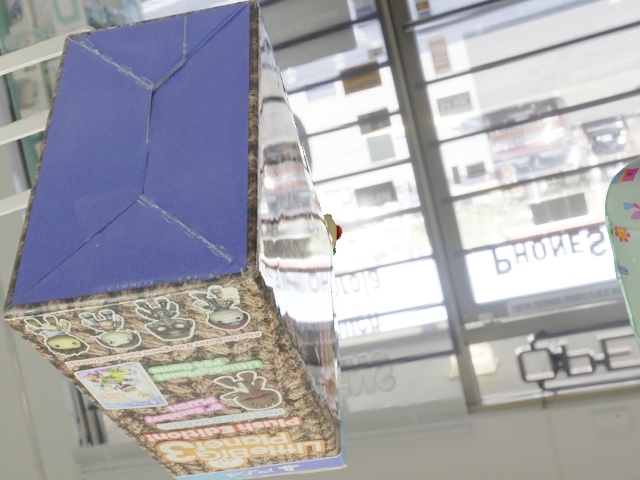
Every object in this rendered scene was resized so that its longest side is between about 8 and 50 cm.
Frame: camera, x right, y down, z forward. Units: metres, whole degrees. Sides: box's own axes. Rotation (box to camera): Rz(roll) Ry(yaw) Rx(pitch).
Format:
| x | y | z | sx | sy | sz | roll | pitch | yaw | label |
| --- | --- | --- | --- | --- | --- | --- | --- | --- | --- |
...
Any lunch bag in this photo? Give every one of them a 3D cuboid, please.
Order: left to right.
| x | y | z | sx | sy | sz | roll | pitch | yaw | label |
| --- | --- | --- | --- | --- | --- | --- | --- | --- | --- |
| 0.484 | 0.001 | 0.973 | 0.224 | 0.279 | 0.108 | -29 | -160 | -25 | lunch bag |

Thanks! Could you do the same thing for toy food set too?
| x | y | z | sx | sy | sz | roll | pitch | yaw | label |
| --- | --- | --- | --- | --- | --- | --- | --- | --- | --- |
| 0.000 | 0.000 | 1.126 | 0.020 | 0.083 | 0.082 | 19 | 124 | -37 | toy food set |

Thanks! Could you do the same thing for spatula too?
| x | y | z | sx | sy | sz | roll | pitch | yaw | label |
| --- | --- | --- | --- | --- | --- | --- | --- | --- | --- |
| -0.294 | -0.087 | 0.685 | 0.242 | 0.168 | 0.019 | -20 | -174 | -7 | spatula |

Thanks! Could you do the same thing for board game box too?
| x | y | z | sx | sy | sz | roll | pitch | yaw | label |
| --- | --- | --- | --- | --- | --- | --- | --- | --- | --- |
| -0.079 | 0.019 | 0.569 | 0.141 | 0.232 | 0.291 | -8 | 144 | 7 | board game box |
